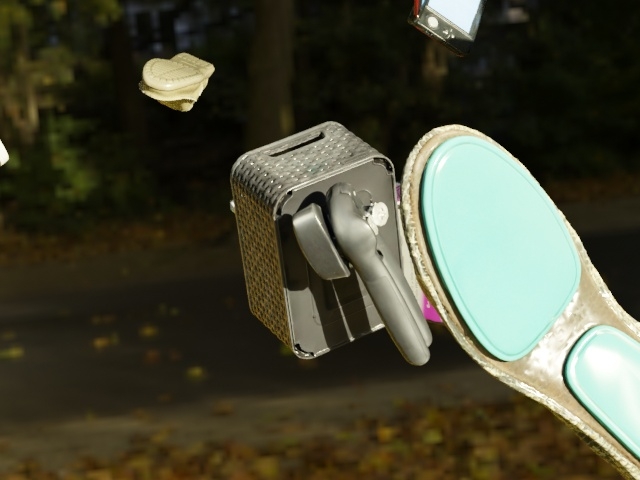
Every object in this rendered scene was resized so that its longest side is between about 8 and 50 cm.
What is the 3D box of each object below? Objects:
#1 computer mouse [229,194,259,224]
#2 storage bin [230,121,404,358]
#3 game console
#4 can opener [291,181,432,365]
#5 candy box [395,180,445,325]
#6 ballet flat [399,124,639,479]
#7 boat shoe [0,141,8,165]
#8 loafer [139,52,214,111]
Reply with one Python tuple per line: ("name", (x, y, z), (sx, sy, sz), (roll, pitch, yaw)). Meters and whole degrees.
("computer mouse", (-0.015, -0.012, 1.806), (0.193, 0.042, 0.106), (32, 12, 37))
("storage bin", (0.000, 0.000, 1.635), (0.122, 0.180, 0.084), (-22, 36, -22))
("game console", (0.159, -0.311, 2.136), (0.124, 0.144, 0.085), (32, -36, -16))
("can opener", (0.048, 0.028, 1.560), (0.073, 0.186, 0.059), (-18, 33, 29))
("candy box", (0.125, 0.015, 2.300), (0.233, 0.159, 0.071), (13, 31, 37))
("ballet flat", (0.212, 0.084, 1.773), (0.164, 0.483, 0.182), (-50, 19, -15))
("boat shoe", (-0.267, -0.085, 1.317), (0.046, 0.038, 0.125), (31, -20, 29))
("loafer", (-0.146, -0.157, 1.862), (0.056, 0.050, 0.148), (22, 16, 12))
